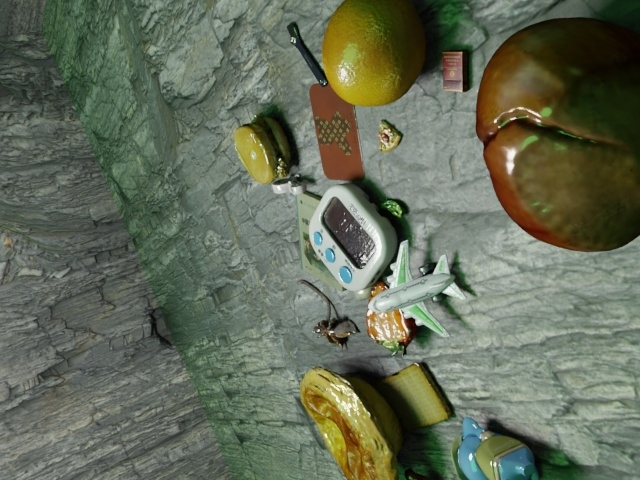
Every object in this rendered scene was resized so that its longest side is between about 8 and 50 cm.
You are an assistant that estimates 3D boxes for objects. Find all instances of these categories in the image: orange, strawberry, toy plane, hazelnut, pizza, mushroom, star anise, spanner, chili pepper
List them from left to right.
[{"bbox_3d":[-0.037,-0.493,1.586,0.208,0.012,0.046,60,145,14],"label":"spanner"},{"bbox_3d":[0.020,0.222,1.918,0.148,0.219,0.227,62,-154,-50],"label":"star anise"},{"bbox_3d":[0.134,0.136,1.671,0.079,0.085,0.085,28,151,-19],"label":"mushroom"},{"bbox_3d":[0.111,-0.397,1.251,0.236,0.236,0.236,31,132,42],"label":"orange"},{"bbox_3d":[0.154,-0.253,1.446,0.078,0.025,0.083,60,147,7],"label":"pizza"},{"bbox_3d":[0.180,-0.083,1.505,0.091,0.030,0.034,27,155,47],"label":"chili pepper"},{"bbox_3d":[0.193,0.214,1.593,0.192,0.085,0.140,50,115,30],"label":"strawberry"},{"bbox_3d":[0.229,0.127,1.469,0.255,0.101,0.250,-25,88,36],"label":"toy plane"},{"bbox_3d":[0.394,-0.163,0.923,0.372,0.316,0.372,168,90,-84],"label":"hazelnut"}]

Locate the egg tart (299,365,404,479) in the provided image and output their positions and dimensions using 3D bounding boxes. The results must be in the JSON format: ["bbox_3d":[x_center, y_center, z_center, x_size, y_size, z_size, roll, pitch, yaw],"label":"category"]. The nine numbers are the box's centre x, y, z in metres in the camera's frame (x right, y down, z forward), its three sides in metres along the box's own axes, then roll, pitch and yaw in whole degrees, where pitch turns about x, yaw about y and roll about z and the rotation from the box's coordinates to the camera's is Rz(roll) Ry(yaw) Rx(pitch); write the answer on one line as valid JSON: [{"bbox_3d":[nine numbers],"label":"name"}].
[{"bbox_3d":[0.113,0.552,1.804,0.443,0.178,0.443,44,149,36],"label":"egg tart"}]

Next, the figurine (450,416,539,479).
[{"bbox_3d":[0.416,0.534,1.417,0.180,0.154,0.262,50,165,-18],"label":"figurine"}]

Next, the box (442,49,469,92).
[{"bbox_3d":[0.277,-0.347,1.223,0.052,0.023,0.081,22,126,49],"label":"box"}]

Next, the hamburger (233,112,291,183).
[{"bbox_3d":[-0.165,-0.269,1.802,0.215,0.122,0.189,58,149,9],"label":"hamburger"}]

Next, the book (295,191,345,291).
[{"bbox_3d":[0.000,0.000,1.810,0.215,0.025,0.282,26,129,45],"label":"book"}]

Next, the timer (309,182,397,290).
[{"bbox_3d":[0.086,-0.009,1.592,0.262,0.087,0.237,52,132,25],"label":"timer"}]

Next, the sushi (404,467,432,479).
[{"bbox_3d":[0.327,0.746,1.712,0.226,0.097,0.103,53,-174,15],"label":"sushi"}]

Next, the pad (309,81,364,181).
[{"bbox_3d":[0.042,-0.289,1.603,0.181,0.004,0.266,11,117,51],"label":"pad"}]

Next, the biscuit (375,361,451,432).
[{"bbox_3d":[0.260,0.446,1.697,0.172,0.029,0.254,60,147,11],"label":"biscuit"}]

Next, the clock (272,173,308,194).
[{"bbox_3d":[-0.083,-0.164,1.776,0.129,0.087,0.041,15,124,49],"label":"clock"}]
